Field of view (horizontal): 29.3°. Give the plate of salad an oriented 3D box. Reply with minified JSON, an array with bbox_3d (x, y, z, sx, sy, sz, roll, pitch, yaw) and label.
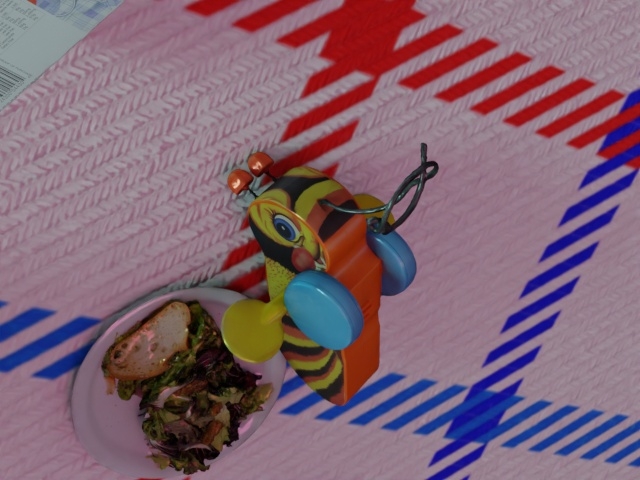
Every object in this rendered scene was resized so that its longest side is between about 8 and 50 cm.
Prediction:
[{"bbox_3d":[-0.117,0.132,1.067,0.200,0.048,0.199,-14,123,-22],"label":"plate of salad"}]

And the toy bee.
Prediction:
[{"bbox_3d":[0.000,0.000,1.012,0.195,0.162,0.298,-29,149,-51],"label":"toy bee"}]

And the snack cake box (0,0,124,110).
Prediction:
[{"bbox_3d":[-0.181,-0.201,0.729,0.264,0.089,0.152,-31,136,34],"label":"snack cake box"}]
